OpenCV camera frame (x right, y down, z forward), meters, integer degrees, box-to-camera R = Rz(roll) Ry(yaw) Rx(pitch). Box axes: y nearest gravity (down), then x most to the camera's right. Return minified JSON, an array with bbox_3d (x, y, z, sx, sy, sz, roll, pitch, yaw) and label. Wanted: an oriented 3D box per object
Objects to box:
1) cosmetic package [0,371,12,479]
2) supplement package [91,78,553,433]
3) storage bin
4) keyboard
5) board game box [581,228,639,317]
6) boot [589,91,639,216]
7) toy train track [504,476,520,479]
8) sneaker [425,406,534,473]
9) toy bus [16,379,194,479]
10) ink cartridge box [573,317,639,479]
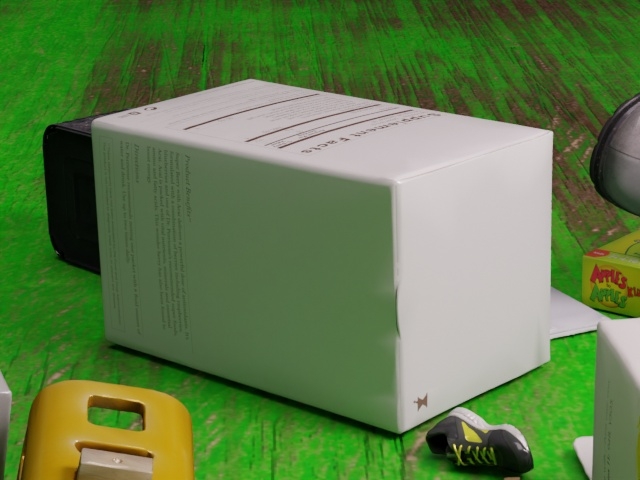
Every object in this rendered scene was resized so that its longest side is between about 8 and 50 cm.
[{"bbox_3d":[-0.250,0.103,1.058,0.107,0.127,0.238,1,14,-22],"label":"cosmetic package"},{"bbox_3d":[0.000,0.000,1.292,0.293,0.178,0.175,14,23,40],"label":"supplement package"},{"bbox_3d":[-0.147,-0.035,1.512,0.084,0.122,0.180,-16,22,-39],"label":"storage bin"},{"bbox_3d":[0.138,0.034,1.453,0.072,0.014,0.256,-4,17,-24],"label":"keyboard"},{"bbox_3d":[0.295,0.017,1.435,0.092,0.043,0.181,12,22,38],"label":"board game box"},{"bbox_3d":[0.381,-0.018,1.296,0.338,0.118,0.223,10,15,-17],"label":"boot"},{"bbox_3d":[0.094,0.158,1.056,0.083,0.014,0.048,-4,24,13],"label":"toy train track"},{"bbox_3d":[0.099,0.131,1.121,0.035,0.031,0.083,-28,24,-28],"label":"sneaker"},{"bbox_3d":[-0.108,0.149,0.886,0.202,0.104,0.191,28,27,30],"label":"toy bus"},{"bbox_3d":[0.267,0.123,0.968,0.207,0.119,0.353,-4,17,-5],"label":"ink cartridge box"}]
